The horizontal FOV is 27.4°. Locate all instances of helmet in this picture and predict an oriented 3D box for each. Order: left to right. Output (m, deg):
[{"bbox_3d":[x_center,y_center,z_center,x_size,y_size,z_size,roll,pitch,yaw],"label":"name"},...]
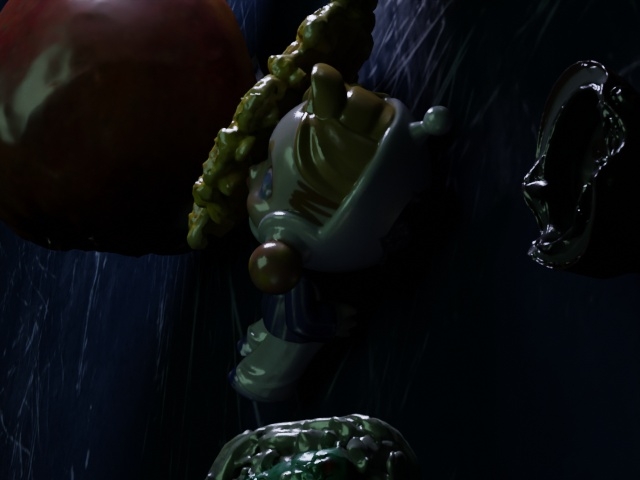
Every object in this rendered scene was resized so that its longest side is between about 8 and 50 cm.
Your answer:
[{"bbox_3d":[0.159,-0.033,0.708,0.098,0.070,0.123,123,161,-51],"label":"helmet"}]

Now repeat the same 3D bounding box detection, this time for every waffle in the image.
[{"bbox_3d":[-0.034,-0.105,1.085,0.238,0.058,0.243,-49,-8,-46],"label":"waffle"}]

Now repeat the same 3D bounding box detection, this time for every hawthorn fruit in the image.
[{"bbox_3d":[-0.200,-0.133,1.322,0.308,0.308,0.325,-22,36,61],"label":"hawthorn fruit"}]

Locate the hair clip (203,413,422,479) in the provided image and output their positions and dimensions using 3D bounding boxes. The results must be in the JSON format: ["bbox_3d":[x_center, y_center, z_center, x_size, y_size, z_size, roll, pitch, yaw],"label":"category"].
[{"bbox_3d":[-0.005,0.254,0.668,0.138,0.091,0.321,-10,81,24],"label":"hair clip"}]

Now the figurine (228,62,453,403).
[{"bbox_3d":[-0.003,0.008,0.981,0.194,0.133,0.274,-67,-4,-77],"label":"figurine"}]

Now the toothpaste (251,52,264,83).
[{"bbox_3d":[-0.113,-0.118,1.442,0.190,0.031,0.048,-55,31,26],"label":"toothpaste"}]
